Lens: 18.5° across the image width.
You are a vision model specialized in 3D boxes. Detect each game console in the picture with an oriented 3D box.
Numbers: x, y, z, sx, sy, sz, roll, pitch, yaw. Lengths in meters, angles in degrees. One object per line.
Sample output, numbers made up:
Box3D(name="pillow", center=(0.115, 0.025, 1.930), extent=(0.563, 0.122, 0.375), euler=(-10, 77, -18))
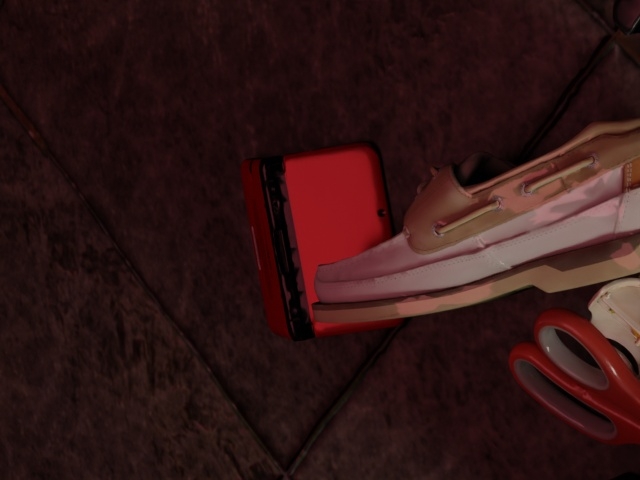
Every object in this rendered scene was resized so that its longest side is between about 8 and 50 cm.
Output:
Box3D(name="game console", center=(0.000, 0.000, 1.530), extent=(0.124, 0.085, 0.144), euler=(-174, 74, -75))

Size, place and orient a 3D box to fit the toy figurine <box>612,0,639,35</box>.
Box3D(name="toy figurine", center=(0.274, -0.208, 1.130), extent=(0.209, 0.148, 0.213), euler=(-7, 93, 39))

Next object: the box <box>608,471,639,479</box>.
Box3D(name="box", center=(0.191, 0.246, 1.232), extent=(0.184, 0.261, 0.103), euler=(12, 108, 42))

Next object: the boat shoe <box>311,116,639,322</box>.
Box3D(name="boat shoe", center=(0.117, -0.010, 1.355), extent=(0.302, 0.113, 0.103), euler=(-14, 89, 34))

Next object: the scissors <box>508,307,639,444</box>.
Box3D(name="scissors", center=(0.253, 0.142, 1.315), extent=(0.297, 0.021, 0.109), euler=(34, 147, 18))

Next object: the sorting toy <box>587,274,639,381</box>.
Box3D(name="sorting toy", center=(0.212, 0.067, 1.322), extent=(0.083, 0.045, 0.075), euler=(43, 143, 5))
